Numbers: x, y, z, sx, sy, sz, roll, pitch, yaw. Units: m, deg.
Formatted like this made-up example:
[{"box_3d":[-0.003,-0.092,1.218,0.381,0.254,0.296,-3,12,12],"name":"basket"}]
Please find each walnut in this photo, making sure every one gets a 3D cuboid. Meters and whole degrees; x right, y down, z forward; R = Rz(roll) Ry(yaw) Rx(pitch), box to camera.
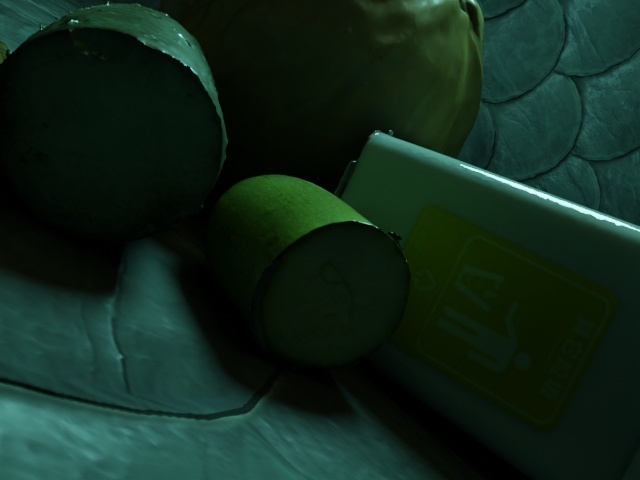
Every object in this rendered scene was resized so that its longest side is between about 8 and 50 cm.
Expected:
[{"box_3d":[-0.010,-0.184,0.915,0.384,0.383,0.383,32,9,-6],"name":"walnut"}]

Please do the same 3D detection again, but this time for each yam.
[{"box_3d":[-0.155,-0.101,0.650,0.161,0.161,0.268,30,10,-17],"name":"yam"}]

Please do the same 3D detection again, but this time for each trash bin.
[{"box_3d":[0.193,0.070,0.723,0.368,0.255,0.296,28,8,27],"name":"trash bin"}]

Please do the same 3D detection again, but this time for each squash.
[{"box_3d":[-0.027,0.012,0.643,0.123,0.123,0.187,27,6,-33],"name":"squash"}]

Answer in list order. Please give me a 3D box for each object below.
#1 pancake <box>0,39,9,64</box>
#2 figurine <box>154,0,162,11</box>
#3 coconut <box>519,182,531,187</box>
[{"box_3d":[-0.395,-0.201,0.646,0.382,0.071,0.382,31,7,-4],"name":"pancake"},{"box_3d":[-0.233,-0.299,1.303,0.176,0.288,0.186,67,17,-53],"name":"figurine"},{"box_3d":[0.190,0.022,1.044,0.224,0.224,0.224,32,9,-6],"name":"coconut"}]
